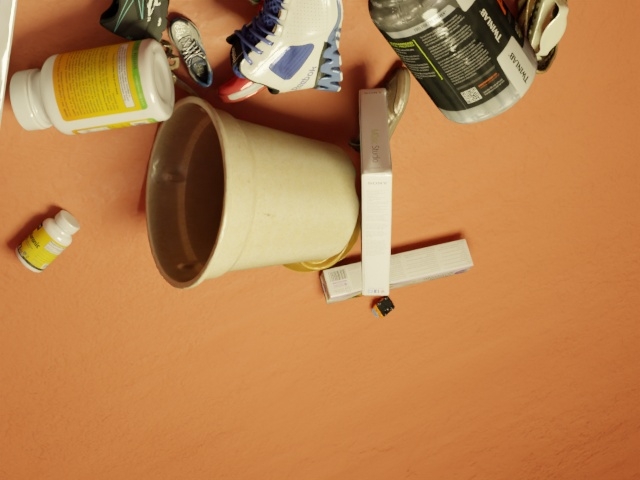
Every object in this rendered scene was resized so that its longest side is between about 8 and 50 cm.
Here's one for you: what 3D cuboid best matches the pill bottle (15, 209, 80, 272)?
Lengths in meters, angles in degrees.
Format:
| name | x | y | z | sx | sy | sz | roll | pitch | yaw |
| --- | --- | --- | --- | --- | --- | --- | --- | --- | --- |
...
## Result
| name | x | y | z | sx | sy | sz | roll | pitch | yaw |
| --- | --- | --- | --- | --- | --- | --- | --- | --- | --- |
| pill bottle | -0.503 | -0.001 | 1.745 | 0.116 | 0.065 | 0.065 | -42 | 124 | 8 |

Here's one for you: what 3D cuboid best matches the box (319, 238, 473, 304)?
| name | x | y | z | sx | sy | sz | roll | pitch | yaw |
| --- | --- | --- | --- | --- | --- | --- | --- | --- | --- |
| box | 0.160 | 0.066 | 2.000 | 0.324 | 0.067 | 0.063 | -13 | 165 | -12 |

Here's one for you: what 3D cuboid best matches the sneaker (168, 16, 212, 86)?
| name | x | y | z | sx | sy | sz | roll | pitch | yaw |
| --- | --- | --- | --- | --- | --- | --- | --- | --- | --- |
| sneaker | -0.221 | -0.327 | 1.647 | 0.052 | 0.058 | 0.135 | -28 | 124 | -1 |

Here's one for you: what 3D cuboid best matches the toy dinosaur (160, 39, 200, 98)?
| name | x | y | z | sx | sy | sz | roll | pitch | yaw |
| --- | --- | --- | --- | --- | --- | --- | --- | --- | --- |
| toy dinosaur | -0.280 | -0.299 | 1.659 | 0.183 | 0.053 | 0.092 | 15 | 129 | -18 |

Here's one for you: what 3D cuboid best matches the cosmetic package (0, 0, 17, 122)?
| name | x | y | z | sx | sy | sz | roll | pitch | yaw |
| --- | --- | --- | --- | --- | --- | --- | --- | --- | --- |
| cosmetic package | -0.568 | -0.279 | 1.454 | 0.161 | 0.230 | 0.453 | 6 | 117 | -22 |

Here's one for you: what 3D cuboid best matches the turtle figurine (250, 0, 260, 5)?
| name | x | y | z | sx | sy | sz | roll | pitch | yaw |
| --- | --- | --- | --- | --- | --- | --- | --- | --- | --- |
| turtle figurine | -0.097 | -0.475 | 1.562 | 0.234 | 0.118 | 0.175 | -11 | 117 | -21 |

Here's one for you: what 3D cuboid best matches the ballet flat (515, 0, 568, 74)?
| name | x | y | z | sx | sy | sz | roll | pitch | yaw |
| --- | --- | --- | --- | --- | --- | --- | --- | --- | --- |
| ballet flat | 0.425 | -0.464 | 1.745 | 0.116 | 0.124 | 0.342 | -1 | 120 | -19 |

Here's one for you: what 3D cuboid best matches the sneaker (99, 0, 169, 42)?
| name | x | y | z | sx | sy | sz | roll | pitch | yaw |
| --- | --- | --- | --- | --- | --- | --- | --- | --- | --- |
| sneaker | -0.283 | -0.446 | 1.528 | 0.106 | 0.101 | 0.267 | 10 | 116 | -21 |

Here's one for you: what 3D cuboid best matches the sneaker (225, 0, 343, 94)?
| name | x | y | z | sx | sy | sz | roll | pitch | yaw |
| --- | --- | --- | --- | --- | --- | --- | --- | --- | --- |
| sneaker | -0.065 | -0.344 | 1.535 | 0.182 | 0.127 | 0.315 | -17 | 143 | -9 |

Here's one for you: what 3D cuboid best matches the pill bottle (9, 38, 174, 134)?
| name | x | y | z | sx | sy | sz | roll | pitch | yaw |
| --- | --- | --- | --- | --- | --- | --- | --- | --- | --- |
| pill bottle | -0.380 | -0.250 | 1.568 | 0.246 | 0.136 | 0.136 | -8 | 124 | 8 |

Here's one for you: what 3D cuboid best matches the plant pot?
| name | x | y | z | sx | sy | sz | roll | pitch | yaw |
| --- | --- | --- | --- | --- | --- | --- | --- | --- | --- |
| plant pot | -0.111 | -0.076 | 1.706 | 0.305 | 0.334 | 0.334 | 3 | 120 | -33 |

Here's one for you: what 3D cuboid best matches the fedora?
| name | x | y | z | sx | sy | sz | roll | pitch | yaw |
| --- | --- | --- | --- | --- | --- | --- | --- | --- | --- |
| fedora | 0.000 | 0.000 | 1.909 | 0.194 | 0.079 | 0.194 | -9 | 122 | -15 |

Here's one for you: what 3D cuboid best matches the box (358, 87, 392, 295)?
| name | x | y | z | sx | sy | sz | roll | pitch | yaw |
| --- | --- | --- | --- | --- | --- | --- | --- | --- | --- |
| box | 0.100 | -0.086 | 1.750 | 0.058 | 0.232 | 0.322 | 0 | 137 | 1 |

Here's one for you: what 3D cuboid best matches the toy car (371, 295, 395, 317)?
| name | x | y | z | sx | sy | sz | roll | pitch | yaw |
| --- | --- | --- | --- | --- | --- | --- | --- | --- | --- |
| toy car | 0.107 | 0.124 | 2.059 | 0.122 | 0.060 | 0.040 | 44 | 130 | -13 |

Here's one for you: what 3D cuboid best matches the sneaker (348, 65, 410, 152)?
| name | x | y | z | sx | sy | sz | roll | pitch | yaw |
| --- | --- | --- | --- | --- | --- | --- | --- | --- | --- |
| sneaker | 0.113 | -0.247 | 1.805 | 0.071 | 0.066 | 0.188 | 9 | 116 | -22 |

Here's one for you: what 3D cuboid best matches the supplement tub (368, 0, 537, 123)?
| name | x | y | z | sx | sy | sz | roll | pitch | yaw |
| --- | --- | --- | --- | --- | --- | --- | --- | --- | --- |
| supplement tub | 0.224 | -0.386 | 1.674 | 0.207 | 0.207 | 0.338 | -39 | 125 | 7 |

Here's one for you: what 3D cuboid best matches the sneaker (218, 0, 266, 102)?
| name | x | y | z | sx | sy | sz | roll | pitch | yaw |
| --- | --- | --- | --- | --- | --- | --- | --- | --- | --- |
| sneaker | -0.110 | -0.348 | 1.671 | 0.221 | 0.087 | 0.128 | -36 | 117 | -10 |
